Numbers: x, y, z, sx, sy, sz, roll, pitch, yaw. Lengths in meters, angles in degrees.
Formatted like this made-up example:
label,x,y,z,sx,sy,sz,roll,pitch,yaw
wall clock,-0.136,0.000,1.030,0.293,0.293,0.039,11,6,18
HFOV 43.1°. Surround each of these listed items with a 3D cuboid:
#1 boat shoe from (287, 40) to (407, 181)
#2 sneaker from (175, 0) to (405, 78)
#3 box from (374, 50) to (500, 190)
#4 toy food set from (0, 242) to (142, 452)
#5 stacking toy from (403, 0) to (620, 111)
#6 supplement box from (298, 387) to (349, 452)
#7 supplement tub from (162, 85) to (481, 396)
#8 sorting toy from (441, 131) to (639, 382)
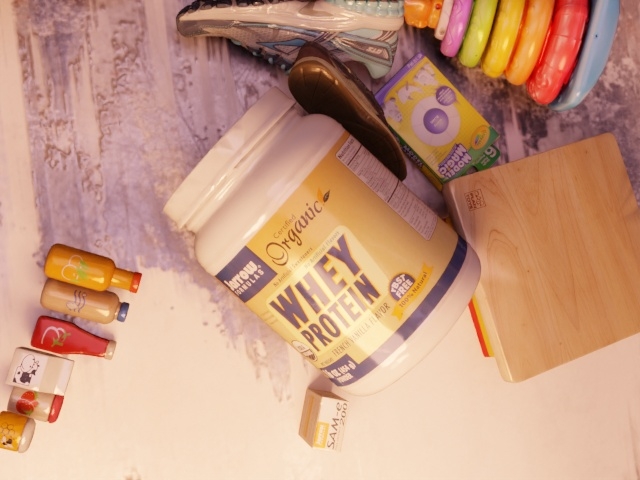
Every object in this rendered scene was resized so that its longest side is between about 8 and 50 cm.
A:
label,x,y,z,sx,sy,sz,roll,pitch,yaw
boat shoe,0.042,-0.156,1.000,0.223,0.080,0.073,44,42,-38
sneaker,-0.038,-0.247,1.006,0.283,0.110,0.122,1,117,3
box,0.153,-0.147,1.070,0.179,0.043,0.105,45,80,-7
toy food set,-0.286,0.130,0.929,0.104,0.111,0.232,16,81,-9
stacking toy,0.210,-0.281,1.048,0.302,0.166,0.175,13,97,2
supplement box,0.003,0.217,0.987,0.036,0.098,0.062,12,85,-10
supplement tub,0.000,0.000,0.935,0.316,0.228,0.228,42,80,-6
sorting toy,0.293,0.020,1.053,0.255,0.089,0.257,-17,89,-19
